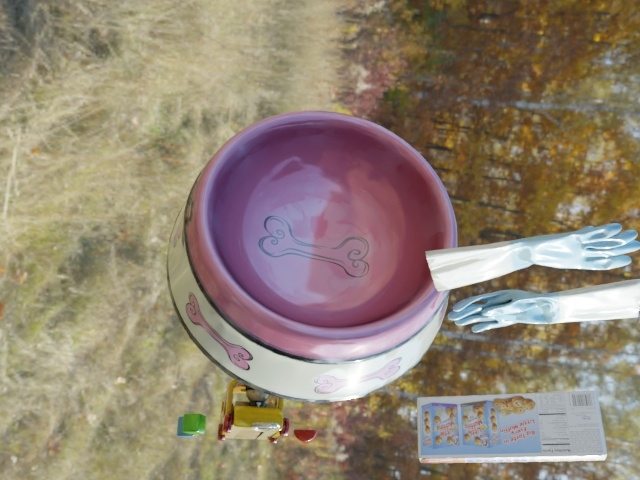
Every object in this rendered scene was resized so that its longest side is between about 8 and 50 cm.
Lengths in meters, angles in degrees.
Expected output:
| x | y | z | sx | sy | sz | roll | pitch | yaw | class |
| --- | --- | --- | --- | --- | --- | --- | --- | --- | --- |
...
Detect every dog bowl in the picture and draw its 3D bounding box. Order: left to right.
| x | y | z | sx | sy | sz | roll | pitch | yaw | class |
| --- | --- | --- | --- | --- | --- | --- | --- | --- | --- |
| 0.000 | 0.000 | 0.933 | 0.150 | 0.407 | 0.408 | 110 | -10 | -61 | dog bowl |

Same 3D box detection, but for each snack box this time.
| x | y | z | sx | sy | sz | roll | pitch | yaw | class |
| --- | --- | --- | --- | --- | --- | --- | --- | --- | --- |
| 0.187 | 0.187 | 0.693 | 0.022 | 0.178 | 0.064 | 63 | 25 | -55 | snack box |

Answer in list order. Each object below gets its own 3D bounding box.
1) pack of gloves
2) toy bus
| x | y | z | sx | sy | sz | roll | pitch | yaw | class |
| --- | --- | --- | --- | --- | --- | --- | --- | --- | --- |
| 0.255 | 0.039 | 0.824 | 0.195 | 0.231 | 0.046 | 62 | 25 | -50 | pack of gloves |
| -0.106 | 0.259 | 1.094 | 0.191 | 0.202 | 0.105 | 34 | 51 | -52 | toy bus |
